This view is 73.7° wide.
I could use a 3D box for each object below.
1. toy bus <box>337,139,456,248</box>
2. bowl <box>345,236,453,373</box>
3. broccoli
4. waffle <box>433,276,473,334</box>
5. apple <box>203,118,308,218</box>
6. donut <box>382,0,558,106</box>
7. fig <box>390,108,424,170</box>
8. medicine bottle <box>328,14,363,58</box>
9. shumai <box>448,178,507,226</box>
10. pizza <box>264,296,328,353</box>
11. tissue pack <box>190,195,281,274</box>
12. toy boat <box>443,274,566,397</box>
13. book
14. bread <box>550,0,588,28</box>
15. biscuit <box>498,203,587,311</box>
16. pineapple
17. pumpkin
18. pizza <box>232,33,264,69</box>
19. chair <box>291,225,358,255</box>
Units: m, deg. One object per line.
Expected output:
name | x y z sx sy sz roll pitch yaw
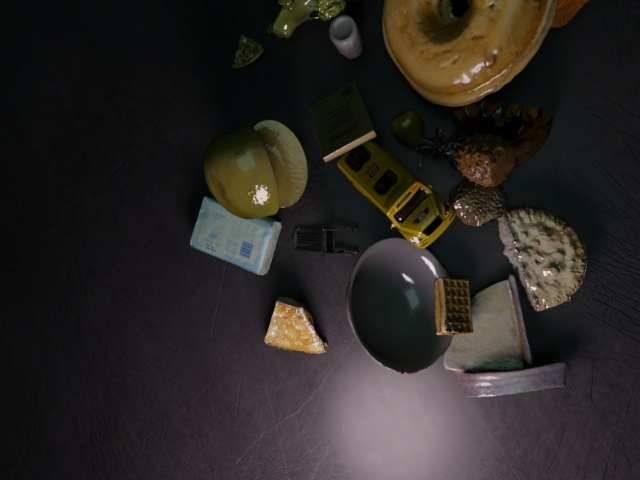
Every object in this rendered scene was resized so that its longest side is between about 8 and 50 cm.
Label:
toy bus | 0.190 -0.133 1.126 0.145 0.151 0.331 -47 52 11
bowl | 0.184 0.175 1.150 0.157 0.345 0.346 -26 82 60
broccoli | -0.026 -0.663 1.166 0.302 0.254 0.186 -41 80 14
waffle | 0.348 0.173 1.120 0.102 0.042 0.148 8 74 -25
apple | -0.178 -0.199 1.214 0.291 0.292 0.254 -13 106 17
donut | 0.336 -0.557 1.031 0.448 0.198 0.450 15 112 42
fig | 0.256 -0.288 1.200 0.093 0.093 0.166 -21 125 17
medicine bottle | 0.076 -0.568 1.202 0.080 0.130 0.081 1 93 17
shumai | 0.413 -0.095 1.122 0.145 0.116 0.146 -2 75 9
pizza | -0.063 0.259 1.304 0.203 0.081 0.188 16 119 6
tissue pack | -0.266 -0.018 1.348 0.263 0.089 0.177 20 96 18
toy boat | 0.460 0.285 1.133 0.275 0.111 0.294 -31 70 17
book | 0.060 -0.339 1.206 0.161 0.026 0.231 -25 51 18
bread | 0.556 -0.609 1.022 0.143 0.158 0.149 -19 84 -20
biscuit | 0.570 0.024 1.091 0.179 0.084 0.281 -25 84 17
pineapple | 0.359 -0.224 1.086 0.248 0.128 0.128 36 103 45
pumpkin | 0.458 -0.266 1.095 0.253 0.130 0.149 8 94 15
pizza | -0.243 -0.607 1.355 0.122 0.026 0.109 -23 83 17
chair | 0.000 0.000 1.258 0.212 0.101 0.084 2 92 16
